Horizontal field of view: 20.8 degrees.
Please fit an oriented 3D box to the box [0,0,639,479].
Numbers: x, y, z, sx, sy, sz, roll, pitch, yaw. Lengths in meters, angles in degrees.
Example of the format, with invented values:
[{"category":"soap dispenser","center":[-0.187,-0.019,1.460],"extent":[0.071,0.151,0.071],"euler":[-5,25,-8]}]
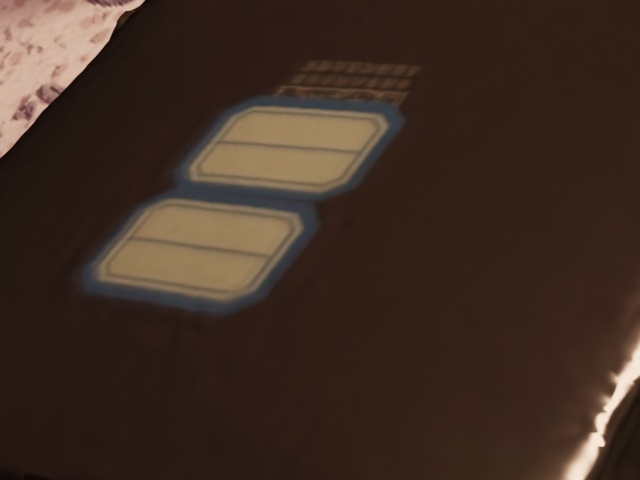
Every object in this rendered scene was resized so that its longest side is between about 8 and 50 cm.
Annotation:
[{"category":"box","center":[0.000,0.000,0.687],"extent":[0.359,0.091,0.350],"euler":[6,44,33]}]
